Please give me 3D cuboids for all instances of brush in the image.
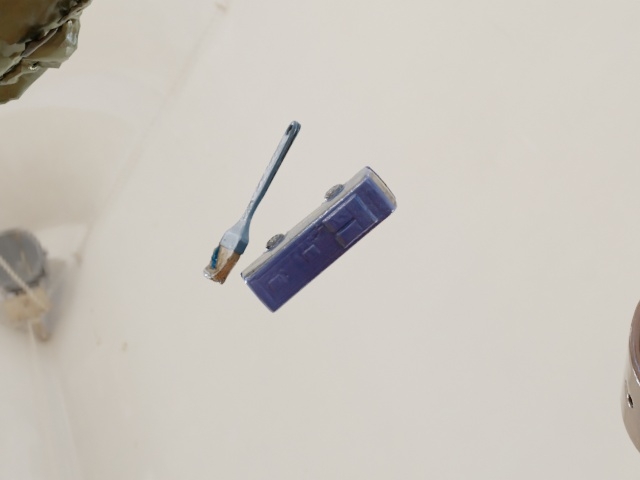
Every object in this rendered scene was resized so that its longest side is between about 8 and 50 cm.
[{"bbox_3d":[-0.059,-0.036,1.213,0.014,0.051,0.164,29,-94,-23],"label":"brush"}]

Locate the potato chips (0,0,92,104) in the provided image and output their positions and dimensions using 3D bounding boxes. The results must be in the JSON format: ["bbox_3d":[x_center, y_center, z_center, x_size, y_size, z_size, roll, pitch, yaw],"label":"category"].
[{"bbox_3d":[-0.183,-0.119,0.359,0.373,0.097,0.389,10,-25,-28],"label":"potato chips"}]

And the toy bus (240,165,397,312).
[{"bbox_3d":[0.000,0.000,1.179,0.153,0.061,0.051,-40,-77,3],"label":"toy bus"}]

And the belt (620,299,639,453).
[{"bbox_3d":[0.333,0.067,0.993,0.261,0.184,0.105,-42,-34,-20],"label":"belt"}]
